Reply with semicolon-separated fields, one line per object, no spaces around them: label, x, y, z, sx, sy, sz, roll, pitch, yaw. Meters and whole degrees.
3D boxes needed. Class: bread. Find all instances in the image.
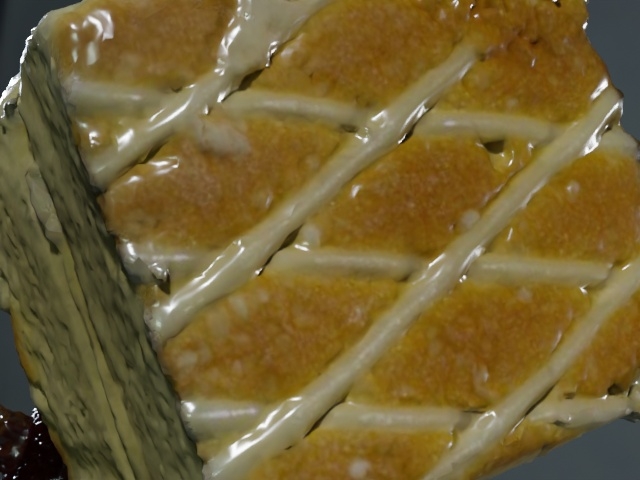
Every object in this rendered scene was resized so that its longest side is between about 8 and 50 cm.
bread;0.000;0.000;1.116;0.390;0.371;0.279;-20;2;-24

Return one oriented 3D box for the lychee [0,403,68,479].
lychee;-0.164;0.228;1.474;0.304;0.275;0.276;28;10;-1
